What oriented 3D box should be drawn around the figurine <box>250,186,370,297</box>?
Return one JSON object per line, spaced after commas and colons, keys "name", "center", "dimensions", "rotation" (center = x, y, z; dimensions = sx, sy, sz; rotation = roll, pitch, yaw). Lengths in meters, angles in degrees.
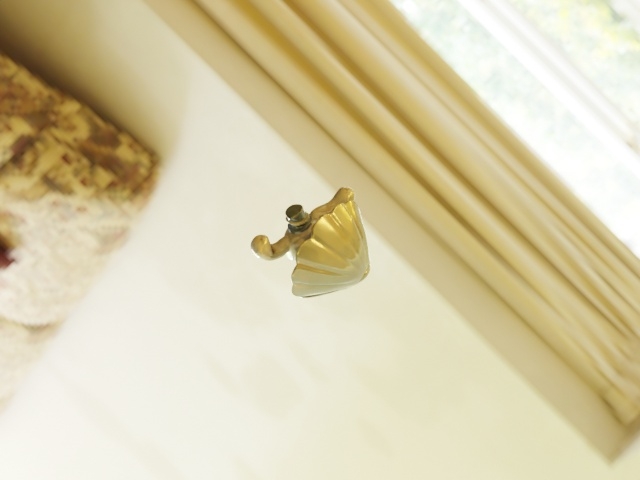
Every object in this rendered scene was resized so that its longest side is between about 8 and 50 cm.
{"name": "figurine", "center": [0.000, 0.000, 1.067], "dimensions": [0.086, 0.082, 0.094], "rotation": [36, 85, -46]}
